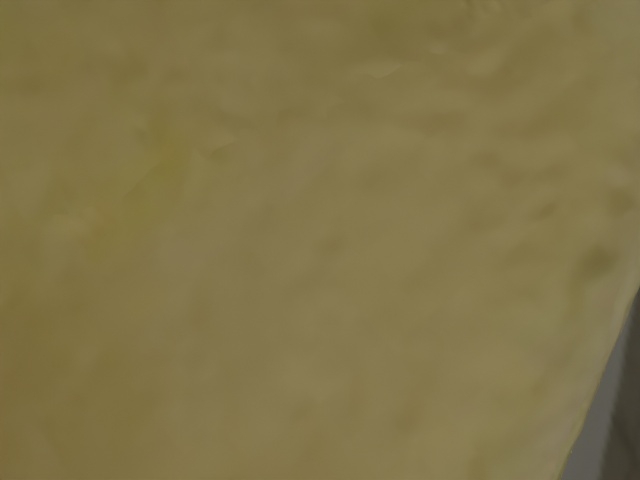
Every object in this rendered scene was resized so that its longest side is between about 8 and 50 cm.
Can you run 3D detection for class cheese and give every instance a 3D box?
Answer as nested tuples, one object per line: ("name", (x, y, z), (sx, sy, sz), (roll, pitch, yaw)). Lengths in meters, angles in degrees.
("cheese", (0.001, 0.001, 0.574), (0.104, 0.384, 0.383), (48, -148, -83))
